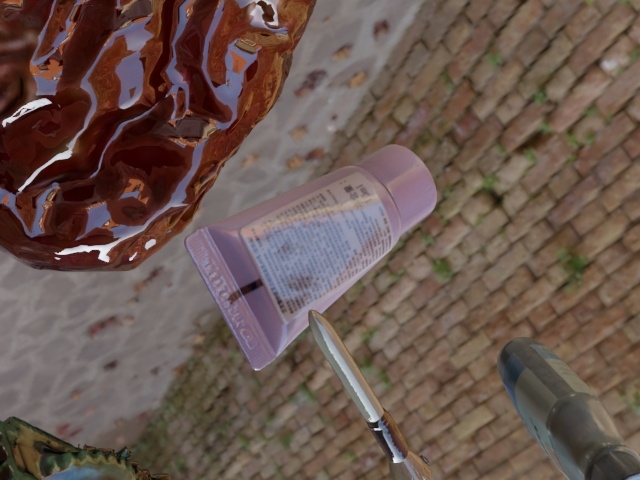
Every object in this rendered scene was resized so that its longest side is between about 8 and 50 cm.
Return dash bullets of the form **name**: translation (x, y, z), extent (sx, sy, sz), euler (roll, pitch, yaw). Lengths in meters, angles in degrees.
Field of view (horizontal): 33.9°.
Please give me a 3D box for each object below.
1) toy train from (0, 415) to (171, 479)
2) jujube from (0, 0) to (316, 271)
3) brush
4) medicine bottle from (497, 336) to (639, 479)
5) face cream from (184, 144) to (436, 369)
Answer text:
- **toy train**: translation (-0.118, 0.209, 0.521), extent (0.178, 0.138, 0.330), euler (-32, 148, 2)
- **jujube**: translation (-0.131, -0.168, 0.708), extent (0.377, 0.276, 0.276), euler (-54, 163, 0)
- **brush**: translation (0.052, 0.165, 1.053), extent (0.039, 0.042, 0.299), euler (-60, 139, -35)
- **medicine bottle**: translation (0.190, 0.143, 0.782), extent (0.053, 0.090, 0.208), euler (-28, -162, 0)
- **face cream**: translation (0.000, 0.000, 1.089), extent (0.274, 0.154, 0.096), euler (-33, -164, -29)
